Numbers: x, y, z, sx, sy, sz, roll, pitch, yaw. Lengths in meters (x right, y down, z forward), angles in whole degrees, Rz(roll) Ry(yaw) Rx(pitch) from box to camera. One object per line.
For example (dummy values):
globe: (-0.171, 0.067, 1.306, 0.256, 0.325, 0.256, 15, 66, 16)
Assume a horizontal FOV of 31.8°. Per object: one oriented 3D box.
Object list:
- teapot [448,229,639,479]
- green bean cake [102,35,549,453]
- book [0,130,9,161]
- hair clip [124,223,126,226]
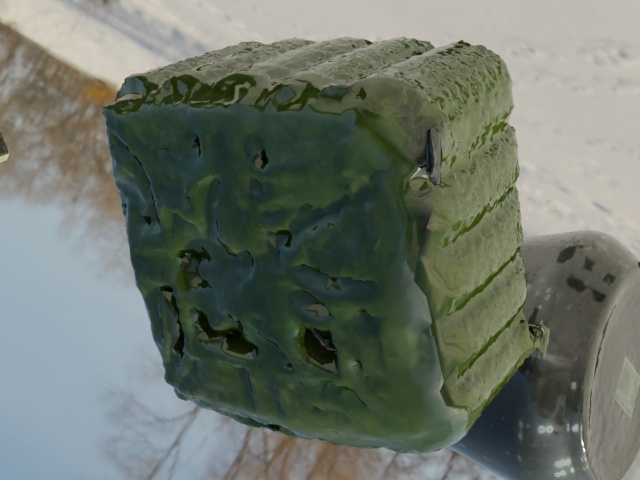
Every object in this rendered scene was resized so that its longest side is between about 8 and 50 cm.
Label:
teapot: (0.151, 0.099, 1.125, 0.344, 0.253, 0.300, 10, -177, 33)
green bean cake: (0.000, 0.000, 0.729, 0.247, 0.249, 0.156, 8, -155, 33)
book: (-0.486, -0.180, 1.336, 0.024, 0.160, 0.228, -21, 92, 61)
hair clip: (-0.186, -0.064, 1.613, 0.159, 0.071, 0.219, 25, 148, -33)
